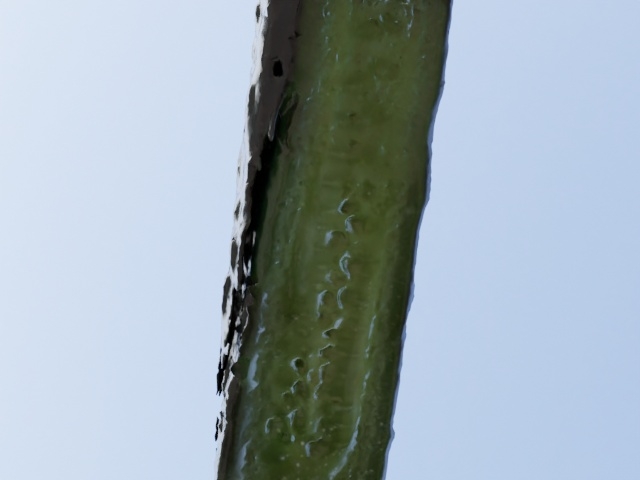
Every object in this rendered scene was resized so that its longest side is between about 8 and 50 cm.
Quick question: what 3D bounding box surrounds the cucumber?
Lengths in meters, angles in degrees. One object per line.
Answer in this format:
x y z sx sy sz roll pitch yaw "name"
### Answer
-0.002 -0.001 0.497 0.062 0.078 0.211 -145 -119 -67 "cucumber"
